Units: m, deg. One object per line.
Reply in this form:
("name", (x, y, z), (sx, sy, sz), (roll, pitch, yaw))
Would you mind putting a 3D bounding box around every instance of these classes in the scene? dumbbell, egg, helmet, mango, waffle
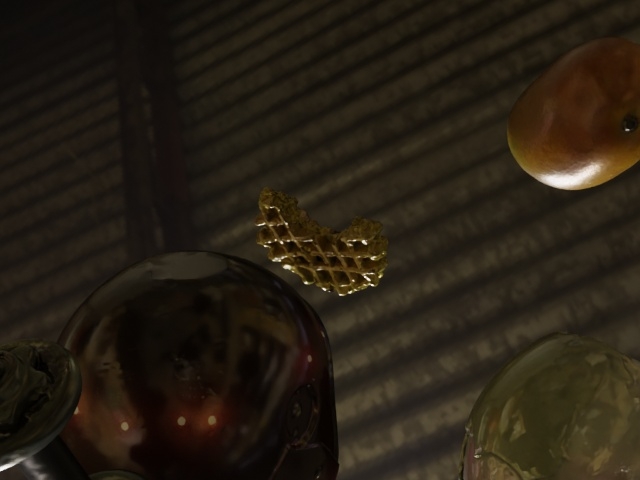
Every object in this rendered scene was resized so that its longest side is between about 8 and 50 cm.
("dumbbell", (-0.139, 0.120, 0.619), (0.081, 0.254, 0.081), (-14, -140, 12))
("egg", (0.219, 0.197, 1.077), (0.183, 0.183, 0.217), (21, -101, 45))
("helmet", (-0.090, 0.109, 0.805), (0.189, 0.193, 0.216), (12, -113, 32))
("mango", (0.328, -0.150, 1.491), (0.254, 0.139, 0.175), (-38, -144, 59))
("waffle", (0.002, -0.002, 1.563), (0.194, 0.149, 0.051), (26, -133, 17))
